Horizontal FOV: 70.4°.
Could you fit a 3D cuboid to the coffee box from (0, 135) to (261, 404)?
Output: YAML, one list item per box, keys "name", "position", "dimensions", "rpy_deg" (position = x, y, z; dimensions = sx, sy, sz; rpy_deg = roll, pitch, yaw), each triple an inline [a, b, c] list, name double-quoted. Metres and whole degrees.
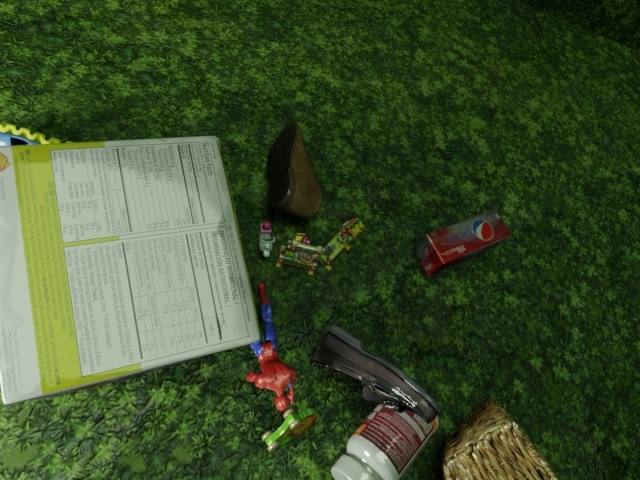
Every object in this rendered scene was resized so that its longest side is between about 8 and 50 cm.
- name: "coffee box"
  position: [-0.325, 0.056, 0.773]
  dimensions: [0.334, 0.337, 0.339]
  rpy_deg: [-10, 78, -24]

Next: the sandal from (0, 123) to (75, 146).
- name: "sandal"
  position: [-0.586, -0.146, 0.947]
  dimensions: [0.317, 0.126, 0.138]
  rpy_deg: [9, 66, -14]

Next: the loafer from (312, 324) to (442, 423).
- name: "loafer"
  position: [0.102, 0.283, 0.918]
  dimensions: [0.095, 0.109, 0.302]
  rpy_deg: [-46, 43, -14]

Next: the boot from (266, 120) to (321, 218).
- name: "boot"
  position: [-0.064, -0.179, 1.161]
  dimensions: [0.115, 0.112, 0.306]
  rpy_deg: [26, 44, -33]

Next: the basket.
- name: "basket"
  position: [0.391, 0.532, 0.958]
  dimensions: [0.213, 0.223, 0.299]
  rpy_deg: [-37, 78, 3]

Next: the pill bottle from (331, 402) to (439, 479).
- name: "pill bottle"
  position: [0.130, 0.410, 0.911]
  dimensions: [0.221, 0.121, 0.121]
  rpy_deg: [-37, 81, -31]

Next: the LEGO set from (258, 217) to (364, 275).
- name: "LEGO set"
  position: [0.000, 0.000, 1.081]
  dimensions: [0.286, 0.107, 0.132]
  rpy_deg: [-7, 67, -22]

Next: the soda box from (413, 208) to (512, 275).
- name: "soda box"
  position: [0.385, 0.003, 1.229]
  dimensions: [0.263, 0.083, 0.092]
  rpy_deg: [-19, 71, -26]

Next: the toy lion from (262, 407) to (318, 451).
- name: "toy lion"
  position: [-0.053, 0.370, 0.896]
  dimensions: [0.100, 0.096, 0.034]
  rpy_deg: [-46, 55, 5]

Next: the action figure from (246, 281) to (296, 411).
- name: "action figure"
  position: [-0.116, 0.238, 0.942]
  dimensions: [0.091, 0.139, 0.280]
  rpy_deg: [-8, 45, -19]
